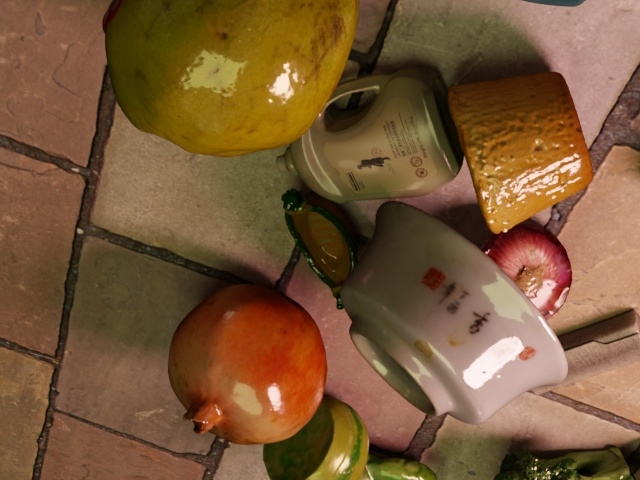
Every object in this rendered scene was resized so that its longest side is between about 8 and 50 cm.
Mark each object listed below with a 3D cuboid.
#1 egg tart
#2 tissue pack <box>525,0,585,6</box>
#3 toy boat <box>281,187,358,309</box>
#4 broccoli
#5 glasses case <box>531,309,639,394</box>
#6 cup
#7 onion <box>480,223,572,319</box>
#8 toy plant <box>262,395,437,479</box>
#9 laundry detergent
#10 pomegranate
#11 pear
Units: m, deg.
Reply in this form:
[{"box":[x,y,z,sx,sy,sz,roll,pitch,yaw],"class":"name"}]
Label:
[{"box":[0.254,-0.122,1.393,0.147,0.202,0.202,-18,125,10],"class":"egg tart"},{"box":[0.228,-0.400,1.131,0.206,0.198,0.287,17,135,-2],"class":"tissue pack"},{"box":[0.000,0.000,1.620,0.089,0.088,0.229,-10,128,24],"class":"toy boat"},{"box":[0.411,0.470,1.828,0.275,0.308,0.308,-35,117,9],"class":"broccoli"},{"box":[0.405,0.175,1.692,0.205,0.047,0.071,-25,119,32],"class":"glasses case"},{"box":[0.152,0.125,1.514,0.347,0.163,0.347,43,168,12],"class":"cup"},{"box":[0.277,0.046,1.587,0.150,0.140,0.150,-2,97,-14],"class":"onion"},{"box":[0.064,0.403,1.929,0.224,0.184,0.316,-19,139,34],"class":"toy plant"},{"box":[0.055,-0.133,1.486,0.253,0.091,0.181,-11,121,24],"class":"laundry detergent"},{"box":[-0.121,0.203,1.711,0.229,0.270,0.252,-16,118,37],"class":"pomegranate"},{"box":[-0.088,-0.265,1.299,0.287,0.287,0.375,33,104,-14],"class":"pear"}]
